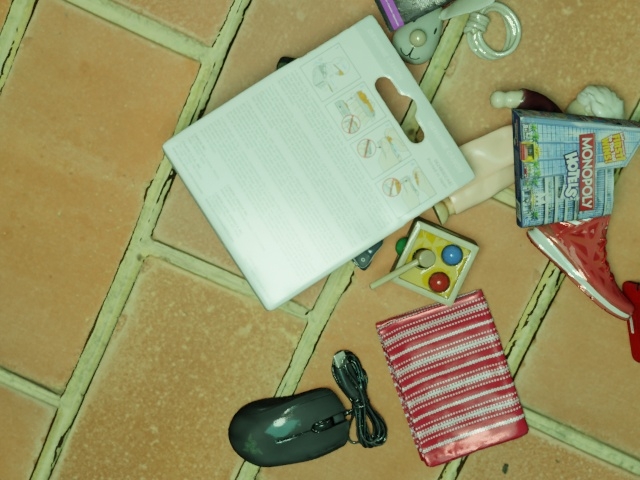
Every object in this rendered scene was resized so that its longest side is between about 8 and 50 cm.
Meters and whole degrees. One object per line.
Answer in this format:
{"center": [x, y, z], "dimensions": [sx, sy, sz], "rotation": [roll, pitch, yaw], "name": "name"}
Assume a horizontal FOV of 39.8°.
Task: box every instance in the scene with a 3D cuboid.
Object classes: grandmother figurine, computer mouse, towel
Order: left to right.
{"center": [-0.035, 0.316, 1.529], "dimensions": [0.272, 0.072, 0.188], "rotation": [-20, 99, 6], "name": "computer mouse"}
{"center": [0.228, 0.241, 1.523], "dimensions": [0.199, 0.031, 0.274], "rotation": [-19, 98, 5], "name": "towel"}
{"center": [0.326, -0.155, 1.421], "dimensions": [0.342, 0.104, 0.207], "rotation": [-24, 125, 4], "name": "grandmother figurine"}

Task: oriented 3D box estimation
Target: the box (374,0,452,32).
{"center": [0.150, -0.394, 1.299], "dimensions": [0.162, 0.029, 0.116], "rotation": [-22, 106, 21], "name": "box"}

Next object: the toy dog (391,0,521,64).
{"center": [0.214, -0.435, 1.342], "dimensions": [0.220, 0.161, 0.333], "rotation": [3, 100, 3], "name": "toy dog"}

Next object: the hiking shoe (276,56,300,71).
{"center": [-0.014, -0.261, 1.422], "dimensions": [0.227, 0.086, 0.114], "rotation": [-38, 99, 9], "name": "hiking shoe"}

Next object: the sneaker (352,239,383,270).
{"center": [0.000, 0.000, 1.465], "dimensions": [0.226, 0.086, 0.163], "rotation": [-31, 94, 7], "name": "sneaker"}

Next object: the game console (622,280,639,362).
{"center": [0.575, 0.134, 1.454], "dimensions": [0.085, 0.124, 0.144], "rotation": [-13, 99, -17], "name": "game console"}

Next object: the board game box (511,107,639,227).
{"center": [0.399, -0.117, 1.357], "dimensions": [0.194, 0.060, 0.194], "rotation": [-8, 112, 1], "name": "board game box"}

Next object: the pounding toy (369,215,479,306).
{"center": [0.169, 0.038, 1.455], "dimensions": [0.141, 0.100, 0.130], "rotation": [23, 100, -1], "name": "pounding toy"}

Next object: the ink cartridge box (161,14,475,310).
{"center": [-0.004, -0.118, 1.381], "dimensions": [0.385, 0.091, 0.308], "rotation": [-33, 89, -2], "name": "ink cartridge box"}

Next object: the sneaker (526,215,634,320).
{"center": [0.458, 0.022, 1.445], "dimensions": [0.221, 0.087, 0.128], "rotation": [41, 101, -5], "name": "sneaker"}
